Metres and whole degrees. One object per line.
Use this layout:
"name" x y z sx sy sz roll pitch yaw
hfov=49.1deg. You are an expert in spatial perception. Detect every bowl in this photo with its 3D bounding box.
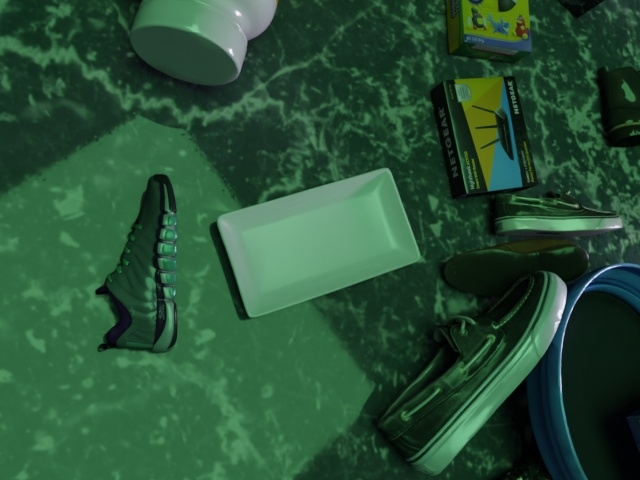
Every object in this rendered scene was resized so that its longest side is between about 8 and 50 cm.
"bowl" 0.454 0.231 1.029 0.391 0.077 0.391 10 71 -30

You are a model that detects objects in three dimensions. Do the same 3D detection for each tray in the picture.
"tray" 0.000 0.000 0.973 0.270 0.030 0.145 -18 87 -22

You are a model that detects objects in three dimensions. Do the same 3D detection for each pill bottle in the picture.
"pill bottle" -0.132 -0.384 0.913 0.187 0.188 0.334 17 75 -16

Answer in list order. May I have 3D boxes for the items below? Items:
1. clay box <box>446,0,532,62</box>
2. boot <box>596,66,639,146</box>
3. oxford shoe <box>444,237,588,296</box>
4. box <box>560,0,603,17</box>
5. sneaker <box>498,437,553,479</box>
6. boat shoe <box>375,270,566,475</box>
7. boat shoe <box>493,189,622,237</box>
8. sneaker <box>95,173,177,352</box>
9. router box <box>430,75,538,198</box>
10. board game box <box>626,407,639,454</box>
"clay box" 0.268 -0.406 1.132 0.127 0.053 0.222 2 80 -20
"boot" 0.575 -0.238 1.204 0.197 0.077 0.137 -4 76 -21
"oxford shoe" 0.284 0.035 1.054 0.212 0.076 0.076 -4 112 -6
"box" 0.438 -0.479 1.151 0.158 0.156 0.093 39 71 -9
"sneaker" 0.277 0.355 0.985 0.077 0.072 0.178 32 70 -10
"boat shoe" 0.207 0.157 0.957 0.119 0.121 0.335 40 77 -2
"boat shoe" 0.371 -0.044 1.089 0.219 0.078 0.070 1 81 -18
"sneaker" -0.226 0.026 0.862 0.098 0.083 0.224 0 81 -15
"router box" 0.254 -0.160 1.085 0.133 0.046 0.179 -9 83 -21
"board game box" 0.508 0.296 0.969 0.141 0.048 0.170 -17 86 -33
